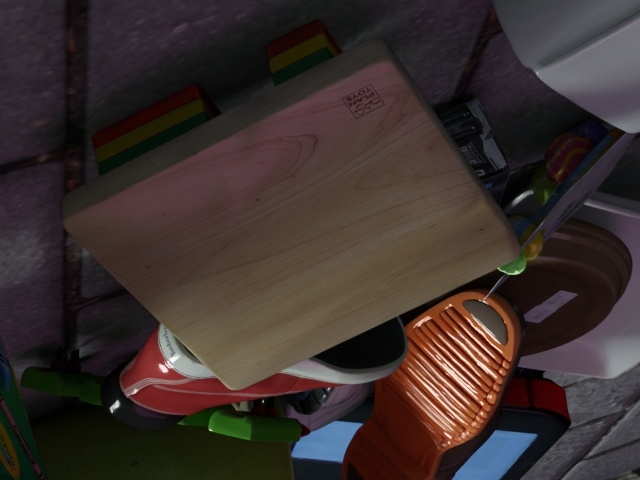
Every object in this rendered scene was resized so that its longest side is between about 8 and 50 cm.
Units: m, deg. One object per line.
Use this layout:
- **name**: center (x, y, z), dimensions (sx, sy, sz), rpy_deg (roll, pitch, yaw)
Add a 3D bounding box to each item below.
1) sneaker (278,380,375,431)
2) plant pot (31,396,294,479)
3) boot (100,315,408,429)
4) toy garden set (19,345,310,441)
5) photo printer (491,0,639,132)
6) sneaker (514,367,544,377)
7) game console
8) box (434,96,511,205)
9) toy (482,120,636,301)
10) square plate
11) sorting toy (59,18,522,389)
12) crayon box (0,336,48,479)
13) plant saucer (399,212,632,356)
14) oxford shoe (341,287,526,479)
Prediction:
- **sneaker**: center (0.007, 0.132, 1.922), dimensions (0.129, 0.111, 0.297), rpy_deg (-17, 167, -17)
- **plant pot**: center (-0.204, 0.275, 1.889), dimensions (0.293, 0.275, 0.275), rpy_deg (-1, 155, -18)
- **boot**: center (-0.060, 0.108, 1.565), dimensions (0.244, 0.088, 0.176), rpy_deg (1, 153, -32)
- **toy garden set**: center (-0.126, 0.143, 1.723), dimensions (0.244, 0.049, 0.204), rpy_deg (10, 177, 24)
- **photo printer**: center (0.304, -0.202, 1.307), dimensions (0.307, 0.107, 0.256), rpy_deg (-29, 160, 21)
- **sneaker**: center (0.255, 0.158, 2.285), dimensions (0.081, 0.090, 0.232), rpy_deg (-8, 157, -36)
- **game console**: center (0.108, 0.247, 2.264), dimensions (0.342, 0.060, 0.386), rpy_deg (2, 156, -9)
- **box**: center (0.000, 0.000, 1.579), dimensions (0.307, 0.077, 0.242), rpy_deg (-19, 162, -8)
- **toy**: center (0.219, -0.057, 1.638), dimensions (0.237, 0.056, 0.137), rpy_deg (-46, 171, -38)
- **square plate**: center (0.269, 0.041, 1.917), dimensions (0.347, 0.049, 0.344), rpy_deg (11, 148, -26)
- **sorting toy**: center (-0.021, -0.032, 1.338), dimensions (0.257, 0.089, 0.255), rpy_deg (-26, 138, 13)
- **crayon box**: center (-0.291, 0.070, 1.133), dimensions (0.165, 0.278, 0.081), rpy_deg (-25, 160, 11)
- **plant saucer**: center (0.180, 0.056, 1.840), dimensions (0.277, 0.041, 0.278), rpy_deg (-4, 151, -2)
- **oxford shoe**: center (0.134, 0.155, 1.887), dimensions (0.132, 0.130, 0.364), rpy_deg (-29, 159, -38)
